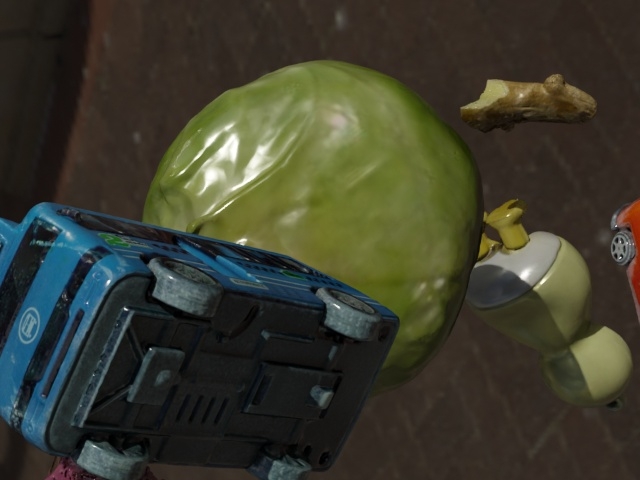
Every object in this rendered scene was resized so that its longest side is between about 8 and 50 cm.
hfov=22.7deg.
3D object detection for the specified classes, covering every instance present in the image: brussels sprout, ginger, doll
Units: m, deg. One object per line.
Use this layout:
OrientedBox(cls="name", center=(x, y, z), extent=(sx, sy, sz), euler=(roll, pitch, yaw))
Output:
OrientedBox(cls="brussels sprout", center=(0.000, 0.000, 1.445), extent=(0.247, 0.328, 0.328), euler=(84, 172, -83))
OrientedBox(cls="ginger", center=(0.205, -0.135, 1.575), extent=(0.044, 0.137, 0.057), euler=(-81, -12, -80))
OrientedBox(cls="doll", center=(0.255, 0.082, 1.764), extent=(0.141, 0.296, 0.117), euler=(-20, 36, 33))

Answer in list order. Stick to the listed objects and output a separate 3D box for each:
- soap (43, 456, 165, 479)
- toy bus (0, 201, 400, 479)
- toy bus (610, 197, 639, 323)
OrientedBox(cls="soap", center=(-0.246, 0.303, 1.804), extent=(0.162, 0.099, 0.250), euler=(30, 151, 1))
OrientedBox(cls="toy bus", center=(-0.075, 0.056, 0.882), extent=(0.134, 0.246, 0.113), euler=(32, 102, 37))
OrientedBox(cls="toy bus", center=(0.268, 0.041, 1.143), extent=(0.077, 0.079, 0.174), euler=(134, 131, -58))
